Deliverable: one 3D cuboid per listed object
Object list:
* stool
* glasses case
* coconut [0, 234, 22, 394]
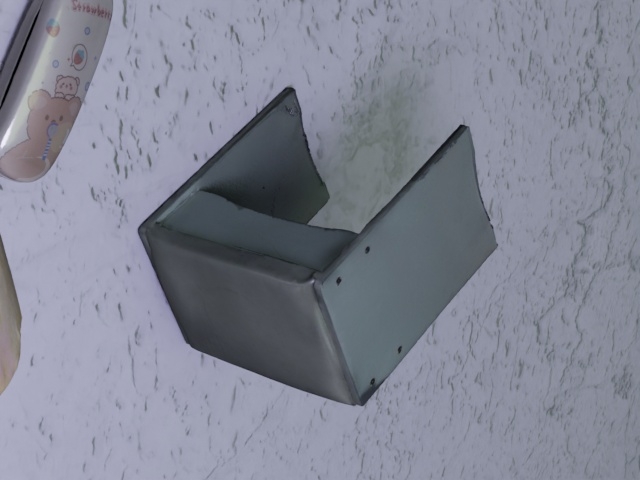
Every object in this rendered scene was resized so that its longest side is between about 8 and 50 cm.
[{"bbox_3d":[0.000,0.000,1.763,0.269,0.243,0.170,-46,135,-31],"label":"stool"},{"bbox_3d":[-0.247,-0.151,1.551,0.081,0.051,0.204,26,83,-51],"label":"glasses case"},{"bbox_3d":[-0.363,0.032,1.216,0.352,0.352,0.352,-22,120,-46],"label":"coconut"}]
